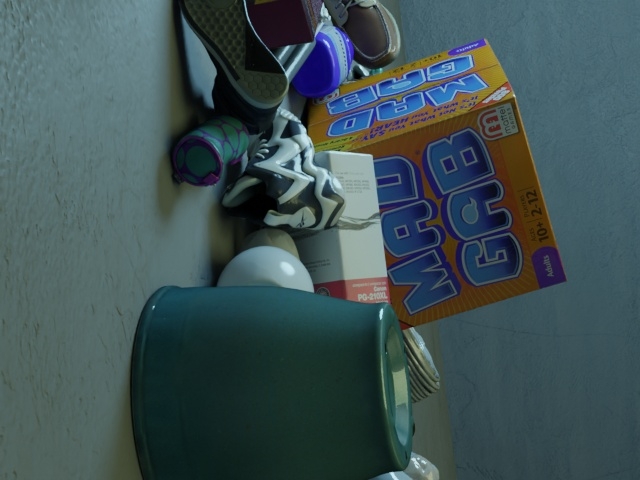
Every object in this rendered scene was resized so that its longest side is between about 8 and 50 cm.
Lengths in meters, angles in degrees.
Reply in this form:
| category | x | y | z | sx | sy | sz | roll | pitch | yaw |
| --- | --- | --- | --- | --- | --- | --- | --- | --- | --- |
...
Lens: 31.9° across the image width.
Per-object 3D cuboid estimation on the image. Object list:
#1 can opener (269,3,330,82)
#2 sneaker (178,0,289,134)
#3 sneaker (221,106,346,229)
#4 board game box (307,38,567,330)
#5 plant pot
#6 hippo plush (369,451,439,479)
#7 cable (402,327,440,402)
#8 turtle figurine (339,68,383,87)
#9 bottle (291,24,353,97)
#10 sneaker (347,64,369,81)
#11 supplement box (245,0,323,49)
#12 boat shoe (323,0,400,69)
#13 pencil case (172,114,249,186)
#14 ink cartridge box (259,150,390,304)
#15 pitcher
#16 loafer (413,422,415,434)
| category | x | y | z | sx | sy | sz | roll | pitch | yaw |
| --- | --- | --- | --- | --- | --- | --- | --- | --- | --- |
| can opener | -0.051 | -0.339 | 1.871 | 0.280 | 0.093 | 0.074 | -68 | 148 | -49 |
| sneaker | -0.125 | -0.243 | 1.466 | 0.226 | 0.086 | 0.163 | 62 | -15 | 11 |
| sneaker | -0.087 | -0.101 | 1.532 | 0.153 | 0.094 | 0.235 | -10 | 58 | -40 |
| board game box | 0.199 | -0.102 | 2.018 | 0.356 | 0.356 | 0.356 | -91 | 162 | -65 |
| plant pot | -0.036 | 0.172 | 1.223 | 0.271 | 0.255 | 0.272 | -6 | 90 | -78 |
| hippo plush | 0.036 | 0.266 | 1.549 | 0.294 | 0.234 | 0.237 | -66 | 148 | -66 |
| cable | 0.158 | 0.214 | 2.330 | 0.257 | 0.089 | 0.257 | 56 | 7 | -40 |
| turtle figurine | 0.074 | -0.325 | 2.320 | 0.234 | 0.175 | 0.118 | -12 | 129 | -47 |
| bottle | 0.007 | -0.341 | 2.084 | 0.283 | 0.092 | 0.118 | -57 | 136 | -72 |
| sneaker | 0.084 | -0.257 | 2.441 | 0.129 | 0.111 | 0.297 | 48 | 31 | -41 |
| supplement box | -0.058 | -0.382 | 1.781 | 0.188 | 0.104 | 0.081 | -80 | 159 | -54 |
| boat shoe | 0.054 | -0.479 | 2.245 | 0.116 | 0.123 | 0.324 | 34 | 25 | -58 |
| pencil case | -0.133 | -0.111 | 1.379 | 0.070 | 0.064 | 0.152 | 64 | 17 | -12 |
| ink cartridge box | 0.000 | 0.000 | 1.638 | 0.100 | 0.172 | 0.237 | -2 | 84 | -43 |
| pitcher | -0.062 | 0.088 | 1.456 | 0.207 | 0.125 | 0.178 | -85 | 158 | -78 |
| loafer | 0.137 | 0.375 | 2.245 | 0.319 | 0.111 | 0.112 | -69 | 149 | -65 |
